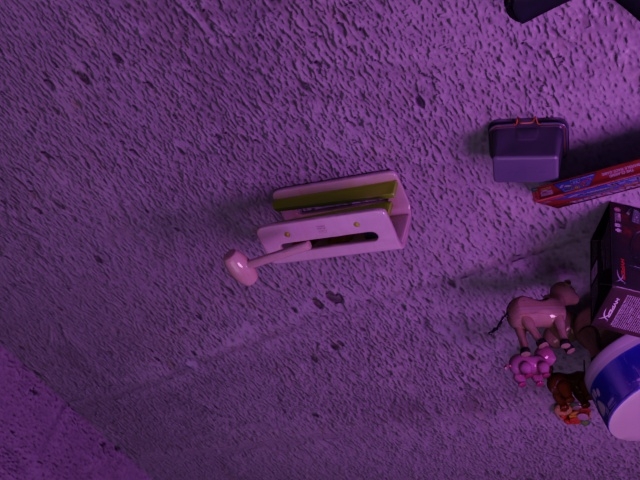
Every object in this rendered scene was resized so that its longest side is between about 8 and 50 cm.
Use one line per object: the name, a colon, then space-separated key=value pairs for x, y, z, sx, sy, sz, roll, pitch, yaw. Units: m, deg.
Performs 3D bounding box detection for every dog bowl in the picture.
dog bowl: x=0.631 y=0.257 z=1.416 sx=0.264 sy=0.104 sz=0.265 roll=-8 pitch=139 yaw=-7

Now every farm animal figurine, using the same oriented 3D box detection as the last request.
farm animal figurine: x=0.509 y=0.171 z=1.503 sx=0.326 sy=0.172 sz=0.330 roll=-23 pitch=138 yaw=13

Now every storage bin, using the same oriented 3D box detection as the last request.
storage bin: x=0.347 y=-0.150 z=1.300 sx=0.135 sy=0.091 sz=0.098 roll=0 pitch=133 yaw=17

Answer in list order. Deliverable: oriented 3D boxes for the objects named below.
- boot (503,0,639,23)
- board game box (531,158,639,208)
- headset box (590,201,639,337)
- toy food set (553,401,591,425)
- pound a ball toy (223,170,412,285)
boot: x=0.370 y=-0.357 z=1.086 sx=0.207 sy=0.094 sz=0.247 roll=-22 pitch=116 yaw=30
board game box: x=0.505 y=-0.104 z=1.272 sx=0.281 sy=0.027 sz=0.145 roll=-16 pitch=170 yaw=31
headset box: x=0.625 y=0.071 z=1.329 sx=0.293 sy=0.218 sz=0.110 roll=15 pitch=136 yaw=6
toy food set: x=0.591 y=0.404 z=1.803 sx=0.082 sy=0.020 sz=0.083 roll=-10 pitch=128 yaw=27
pound a ball toy: x=0.000 y=0.000 z=1.480 sx=0.319 sy=0.208 sz=0.136 roll=-9 pitch=129 yaw=25
